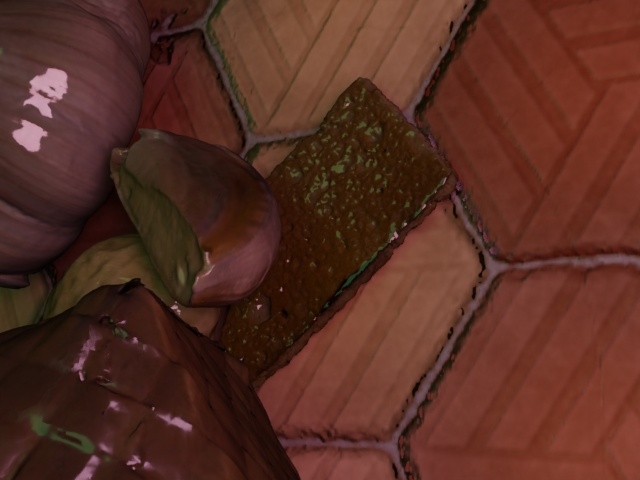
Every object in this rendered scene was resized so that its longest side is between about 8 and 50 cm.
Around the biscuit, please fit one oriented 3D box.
[{"bbox_3d":[-0.009,-0.004,0.720,0.237,0.026,0.131,-47,54,13],"label":"biscuit"}]

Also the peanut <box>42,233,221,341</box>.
[{"bbox_3d":[-0.153,0.070,0.738,0.140,0.109,0.159,24,87,40],"label":"peanut"}]

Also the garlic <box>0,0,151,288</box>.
[{"bbox_3d":[-0.291,-0.125,0.832,0.322,0.241,0.322,0,89,15],"label":"garlic"}]

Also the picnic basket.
[{"bbox_3d":[-0.152,0.229,0.555,0.337,0.293,0.337,-5,69,12],"label":"picnic basket"}]

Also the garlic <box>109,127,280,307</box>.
[{"bbox_3d":[-0.087,-0.022,0.698,0.195,0.101,0.087,55,127,41],"label":"garlic"}]
